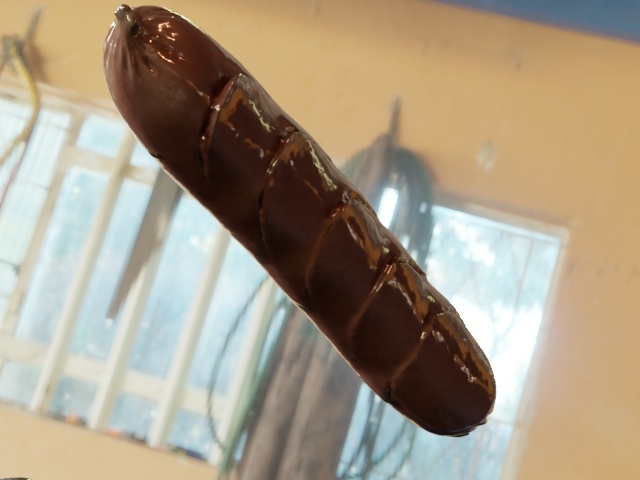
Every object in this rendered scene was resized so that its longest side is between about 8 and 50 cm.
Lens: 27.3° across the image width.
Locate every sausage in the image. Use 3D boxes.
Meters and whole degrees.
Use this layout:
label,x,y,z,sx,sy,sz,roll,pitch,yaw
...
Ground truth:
label,x,y,z,sx,sy,sz,roll,pitch,yaw
sausage,-0.002,0.000,0.828,0.087,0.088,0.433,5,-33,41

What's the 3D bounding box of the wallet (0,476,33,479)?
label,x,y,z,sx,sy,sz,roll,pitch,yaw
wallet,-0.289,0.276,1.005,0.168,0.052,0.245,4,33,-13
